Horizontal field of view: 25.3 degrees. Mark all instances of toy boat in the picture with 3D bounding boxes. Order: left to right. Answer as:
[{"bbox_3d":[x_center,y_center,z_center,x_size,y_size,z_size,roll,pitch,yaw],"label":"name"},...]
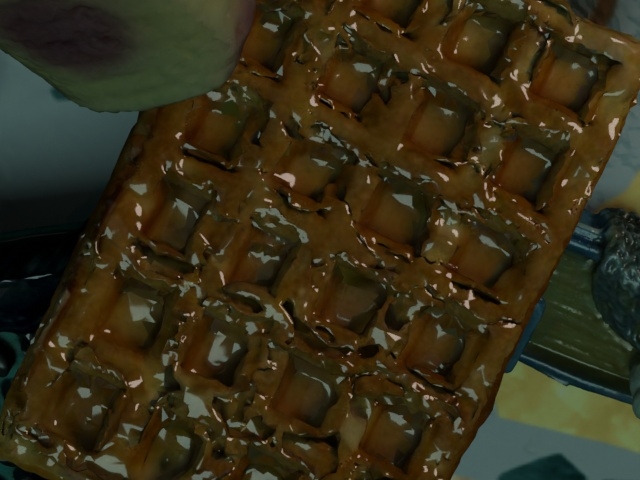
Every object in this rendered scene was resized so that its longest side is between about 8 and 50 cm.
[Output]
[{"bbox_3d":[0.129,0.039,0.783,0.237,0.098,0.109,21,127,-4],"label":"toy boat"}]

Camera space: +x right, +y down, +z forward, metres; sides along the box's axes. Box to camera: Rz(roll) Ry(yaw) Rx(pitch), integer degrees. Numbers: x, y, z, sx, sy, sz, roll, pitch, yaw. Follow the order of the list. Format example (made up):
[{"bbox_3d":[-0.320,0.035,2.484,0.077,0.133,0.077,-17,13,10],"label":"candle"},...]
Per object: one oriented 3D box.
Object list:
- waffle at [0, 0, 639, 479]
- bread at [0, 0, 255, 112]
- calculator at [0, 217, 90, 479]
[{"bbox_3d":[0.000,0.000,0.683,0.212,0.091,0.308,27,87,-3],"label":"waffle"},{"bbox_3d":[-0.151,-0.201,0.527,0.155,0.187,0.338,0,159,31],"label":"bread"},{"bbox_3d":[-0.162,0.084,0.840,0.274,0.058,0.248,-6,141,8],"label":"calculator"}]
